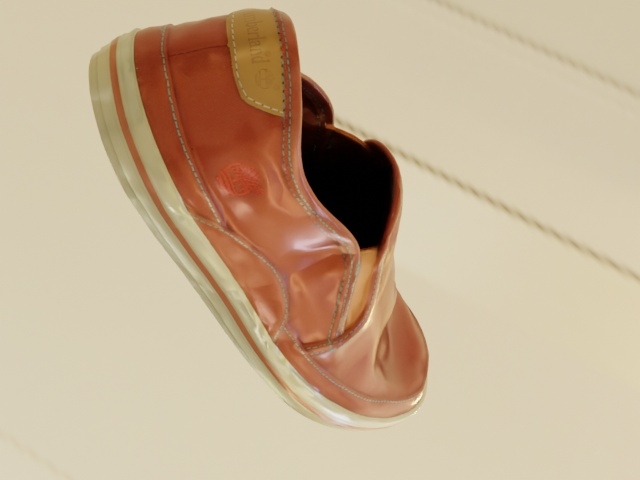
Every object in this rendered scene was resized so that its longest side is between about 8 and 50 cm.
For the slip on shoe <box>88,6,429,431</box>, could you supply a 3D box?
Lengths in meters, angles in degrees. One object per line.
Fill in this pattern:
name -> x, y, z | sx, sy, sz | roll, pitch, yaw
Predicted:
slip on shoe -> 0.000, 0.000, 0.878 | 0.101, 0.123, 0.331 | -19, -36, 12
